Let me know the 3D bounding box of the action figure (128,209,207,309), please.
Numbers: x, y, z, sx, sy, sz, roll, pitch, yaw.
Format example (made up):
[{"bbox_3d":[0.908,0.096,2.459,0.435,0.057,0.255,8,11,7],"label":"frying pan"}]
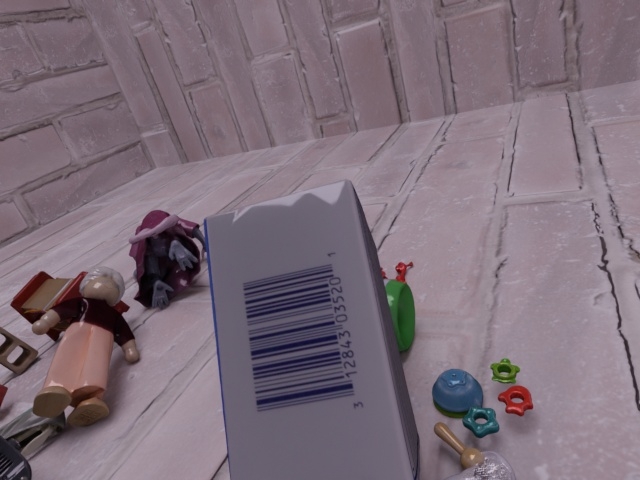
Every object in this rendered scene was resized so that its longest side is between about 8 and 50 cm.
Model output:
[{"bbox_3d":[-0.453,0.007,1.205,0.248,0.275,0.370,-27,39,-7],"label":"action figure"}]

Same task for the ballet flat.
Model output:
[{"bbox_3d":[-0.539,0.352,0.741,0.213,0.072,0.068,-30,57,-21],"label":"ballet flat"}]

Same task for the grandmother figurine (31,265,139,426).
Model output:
[{"bbox_3d":[-0.449,0.185,0.878,0.104,0.208,0.342,-31,41,11],"label":"grandmother figurine"}]

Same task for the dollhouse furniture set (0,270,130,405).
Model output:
[{"bbox_3d":[-0.643,0.248,0.981,0.201,0.152,0.374,-1,46,31],"label":"dollhouse furniture set"}]

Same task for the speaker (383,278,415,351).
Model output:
[{"bbox_3d":[0.007,0.131,0.779,0.297,0.131,0.131,-4,27,27],"label":"speaker"}]

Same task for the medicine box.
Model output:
[{"bbox_3d":[0.009,0.117,0.496,0.149,0.263,0.289,-13,-17,8],"label":"medicine box"}]

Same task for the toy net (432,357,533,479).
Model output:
[{"bbox_3d":[0.197,0.237,0.527,0.122,0.045,0.232,-8,27,16],"label":"toy net"}]

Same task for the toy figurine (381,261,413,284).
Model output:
[{"bbox_3d":[0.000,0.000,0.953,0.363,0.217,0.191,2,30,35],"label":"toy figurine"}]

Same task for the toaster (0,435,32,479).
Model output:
[{"bbox_3d":[-0.511,0.363,0.580,0.146,0.129,0.227,-33,12,44],"label":"toaster"}]
